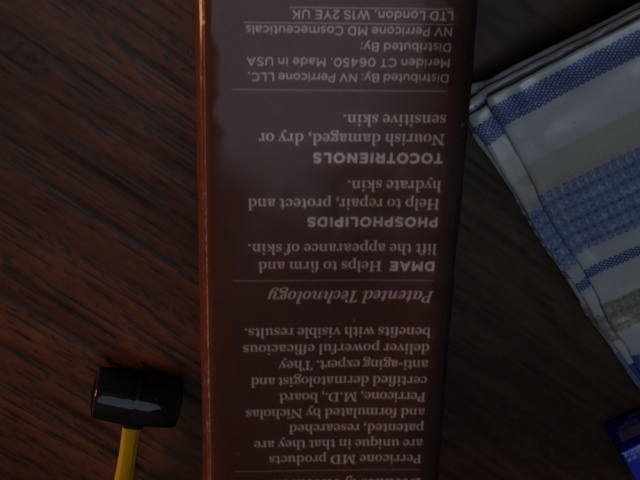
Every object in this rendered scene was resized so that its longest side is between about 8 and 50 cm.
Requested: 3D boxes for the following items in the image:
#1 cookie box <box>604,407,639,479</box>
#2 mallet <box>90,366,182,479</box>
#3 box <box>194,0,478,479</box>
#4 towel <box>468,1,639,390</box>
[{"bbox_3d":[0.274,0.163,0.805,0.091,0.040,0.107,-29,113,9],"label":"cookie box"},{"bbox_3d":[-0.132,0.173,0.795,0.062,0.039,0.190,2,118,-6],"label":"mallet"},{"bbox_3d":[0.000,0.000,0.639,0.143,0.191,0.382,2,114,-4],"label":"box"},{"bbox_3d":[0.244,-0.026,0.702,0.209,0.034,0.285,-27,114,22],"label":"towel"}]
